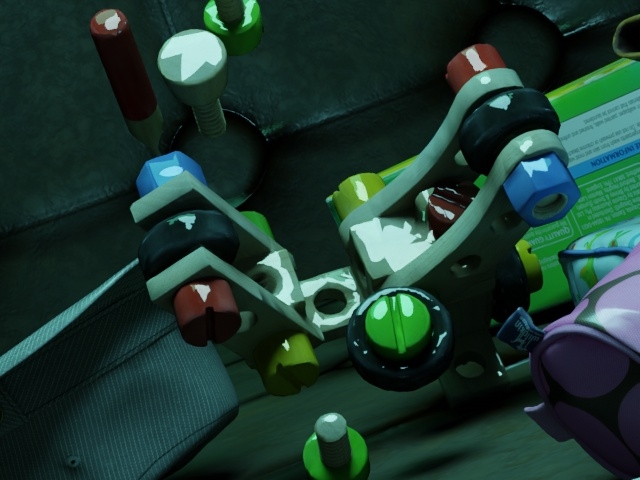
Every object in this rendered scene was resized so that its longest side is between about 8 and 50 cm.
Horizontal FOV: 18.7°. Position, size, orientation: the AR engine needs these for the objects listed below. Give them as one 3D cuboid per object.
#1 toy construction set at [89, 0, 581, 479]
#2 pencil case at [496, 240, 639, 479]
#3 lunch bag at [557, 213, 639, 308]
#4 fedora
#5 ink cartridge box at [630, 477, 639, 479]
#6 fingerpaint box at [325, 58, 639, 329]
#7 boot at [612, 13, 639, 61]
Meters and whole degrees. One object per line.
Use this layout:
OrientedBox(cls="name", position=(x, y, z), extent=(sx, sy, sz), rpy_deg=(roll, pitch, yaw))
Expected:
OrientedBox(cls="toy construction set", position=(0.000, 0.000, 1.183), extent=(0.257, 0.309, 0.237), rpy_deg=(-43, -26, -16))
OrientedBox(cls="pencil case", position=(0.177, 0.011, 0.841), extent=(0.209, 0.095, 0.098), rpy_deg=(-39, -5, -28))
OrientedBox(cls="lunch bag", position=(0.232, 0.012, 1.021), extent=(0.176, 0.090, 0.219), rpy_deg=(-21, 2, -7))
OrientedBox(cls="fedora", position=(-0.152, 0.117, 1.288), extent=(0.275, 0.124, 0.244), rpy_deg=(-34, -3, 6))
OrientedBox(cls="ink cartridge box", position=(-0.005, 0.135, 0.560), extent=(0.208, 0.045, 0.206), rpy_deg=(-18, 2, 19))
OrientedBox(cls="fingerpaint box", position=(0.291, -0.080, 1.596), extent=(0.371, 0.163, 0.444), rpy_deg=(-26, 2, -43))
OrientedBox(cls="boot", position=(0.294, -0.070, 1.094), extent=(0.280, 0.096, 0.264), rpy_deg=(11, 7, -14))
